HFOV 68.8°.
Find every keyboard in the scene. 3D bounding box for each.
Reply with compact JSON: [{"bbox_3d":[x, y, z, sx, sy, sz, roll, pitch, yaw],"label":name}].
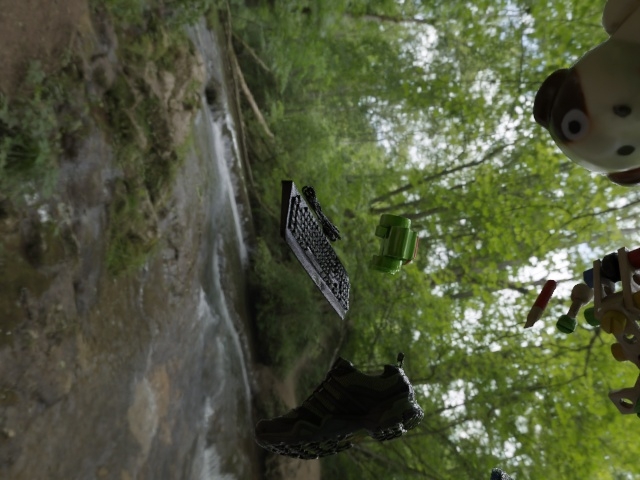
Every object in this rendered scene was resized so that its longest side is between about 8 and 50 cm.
[{"bbox_3d":[0.000,0.000,0.882,0.317,0.033,0.201,59,23,-50],"label":"keyboard"}]

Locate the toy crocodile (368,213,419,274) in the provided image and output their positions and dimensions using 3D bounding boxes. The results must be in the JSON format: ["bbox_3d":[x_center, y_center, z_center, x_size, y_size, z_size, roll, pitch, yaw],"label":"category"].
[{"bbox_3d":[0.172,0.017,1.055,0.340,0.105,0.115,65,37,-82],"label":"toy crocodile"}]

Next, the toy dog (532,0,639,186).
[{"bbox_3d":[0.517,-0.287,0.693,0.284,0.408,0.395,43,4,1],"label":"toy dog"}]

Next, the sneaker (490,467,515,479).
[{"bbox_3d":[0.269,0.342,0.613,0.135,0.058,0.052,49,43,-22],"label":"sneaker"}]

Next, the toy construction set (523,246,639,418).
[{"bbox_3d":[0.509,0.167,0.804,0.309,0.237,0.257,0,-55,49],"label":"toy construction set"}]

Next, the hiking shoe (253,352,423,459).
[{"bbox_3d":[0.019,0.225,0.645,0.086,0.227,0.114,79,0,-49],"label":"hiking shoe"}]
